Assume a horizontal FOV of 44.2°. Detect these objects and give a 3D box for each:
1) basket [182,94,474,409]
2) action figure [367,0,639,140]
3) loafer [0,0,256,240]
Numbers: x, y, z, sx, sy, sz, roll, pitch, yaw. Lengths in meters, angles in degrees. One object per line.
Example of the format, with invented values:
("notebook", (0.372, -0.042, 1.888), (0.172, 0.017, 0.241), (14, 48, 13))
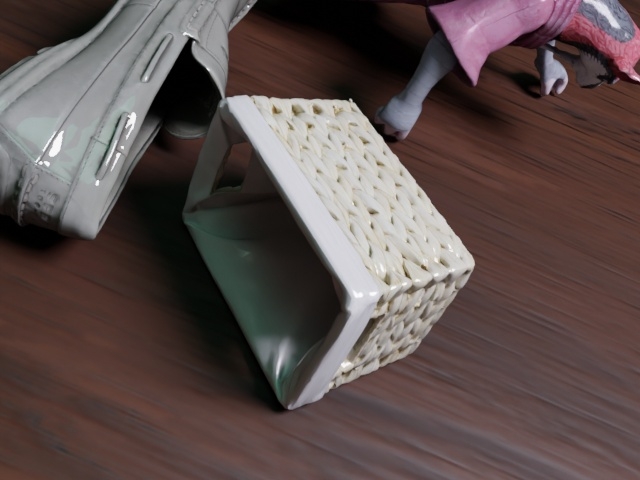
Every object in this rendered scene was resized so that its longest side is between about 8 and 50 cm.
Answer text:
("basket", (0.000, 0.000, 0.495), (0.103, 0.113, 0.167), (-10, 54, -34))
("action figure", (0.133, -0.241, 0.674), (0.370, 0.275, 0.248), (27, 37, 22))
("loafer", (-0.113, -0.118, 0.564), (0.111, 0.112, 0.319), (32, 53, 1))
